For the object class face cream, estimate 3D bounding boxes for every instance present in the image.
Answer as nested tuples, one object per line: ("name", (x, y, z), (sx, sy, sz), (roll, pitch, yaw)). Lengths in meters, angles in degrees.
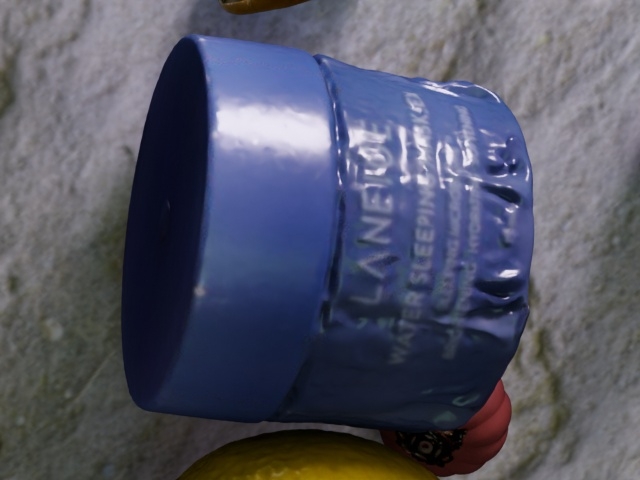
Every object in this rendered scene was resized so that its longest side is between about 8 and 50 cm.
("face cream", (0.000, 0.000, 1.048), (0.225, 0.249, 0.249), (6, 108, -18))

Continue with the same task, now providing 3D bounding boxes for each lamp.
("lamp", (0.092, 0.129, 1.199), (0.107, 0.092, 0.108), (11, 126, 16))

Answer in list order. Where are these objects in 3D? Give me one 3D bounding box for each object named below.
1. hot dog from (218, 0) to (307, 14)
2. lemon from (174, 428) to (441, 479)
("hot dog", (-0.014, -0.190, 1.087), (0.133, 0.041, 0.056), (-15, 112, -7))
("lemon", (-0.012, 0.236, 1.045), (0.253, 0.228, 0.228), (21, 103, -16))
